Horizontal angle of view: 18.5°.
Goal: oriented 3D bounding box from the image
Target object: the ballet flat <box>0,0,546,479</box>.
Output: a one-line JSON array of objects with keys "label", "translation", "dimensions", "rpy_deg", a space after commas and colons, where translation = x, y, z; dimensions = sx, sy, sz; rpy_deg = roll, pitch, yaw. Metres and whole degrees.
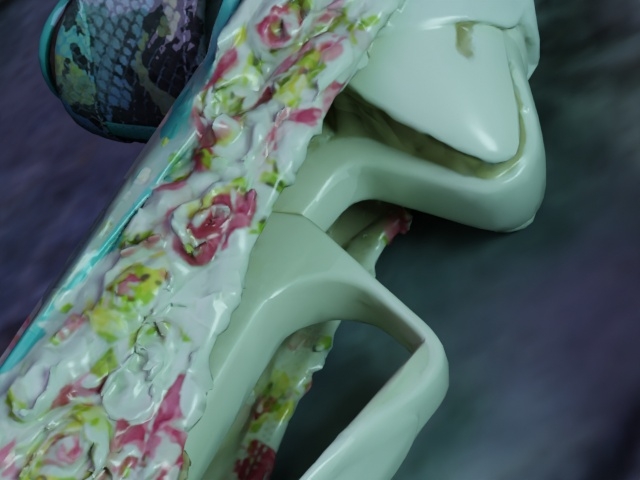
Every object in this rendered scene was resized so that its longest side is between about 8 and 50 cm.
[{"label": "ballet flat", "translation": [0.000, 0.000, 0.401], "dimensions": [0.077, 0.091, 0.241], "rpy_deg": [21, 72, 22]}]

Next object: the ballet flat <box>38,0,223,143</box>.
[{"label": "ballet flat", "translation": [0.002, -0.097, 0.515], "dimensions": [0.070, 0.070, 0.188], "rpy_deg": [8, 61, 51]}]
